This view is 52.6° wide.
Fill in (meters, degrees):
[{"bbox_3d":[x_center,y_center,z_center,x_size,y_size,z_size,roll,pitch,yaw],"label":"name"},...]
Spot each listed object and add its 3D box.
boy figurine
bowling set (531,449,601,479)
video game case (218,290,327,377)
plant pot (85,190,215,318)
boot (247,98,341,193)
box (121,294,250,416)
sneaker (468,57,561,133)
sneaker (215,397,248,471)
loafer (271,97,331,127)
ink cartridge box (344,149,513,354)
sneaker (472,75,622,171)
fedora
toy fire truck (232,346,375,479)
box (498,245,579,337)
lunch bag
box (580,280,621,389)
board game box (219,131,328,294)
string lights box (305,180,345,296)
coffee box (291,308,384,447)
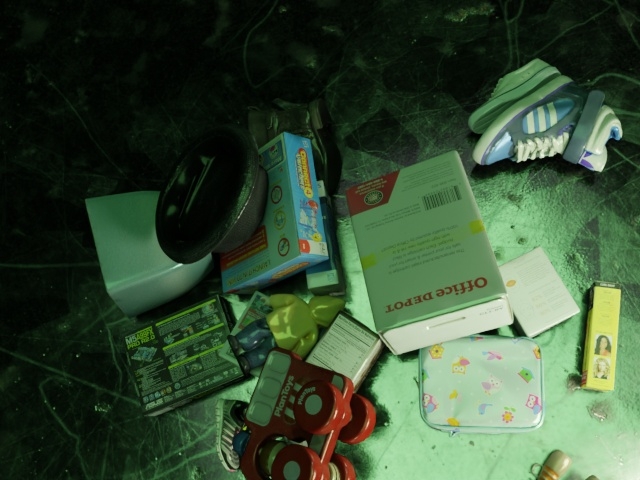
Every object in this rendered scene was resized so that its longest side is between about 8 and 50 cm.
[{"bbox_3d":[-0.076,0.198,1.517,0.285,0.092,0.177,-28,72,-15],"label":"boy figurine"},{"bbox_3d":[0.539,0.563,1.290,0.287,0.200,0.154,39,86,22],"label":"bowling set"},{"bbox_3d":[-0.112,0.244,1.558,0.201,0.023,0.183,27,69,7],"label":"video game case"},{"bbox_3d":[-0.403,0.016,1.606,0.252,0.247,0.247,-17,71,-10],"label":"plant pot"},{"bbox_3d":[-0.075,-0.238,1.690,0.229,0.091,0.263,-8,96,26],"label":"boot"},{"bbox_3d":[-0.334,0.285,1.604,0.270,0.060,0.216,-23,71,3],"label":"box"},{"bbox_3d":[0.473,-0.361,1.628,0.258,0.094,0.091,-32,50,-2],"label":"sneaker"},{"bbox_3d":[-0.202,0.453,1.528,0.075,0.063,0.170,-14,67,13],"label":"sneaker"},{"bbox_3d":[-0.052,-0.339,1.732,0.170,0.062,0.061,30,73,8],"label":"loafer"},{"bbox_3d":[0.236,0.029,1.452,0.279,0.160,0.384,-18,56,13],"label":"ink cartridge box"},{"bbox_3d":[0.555,-0.231,1.541,0.323,0.130,0.236,-37,67,-7],"label":"sneaker"},{"bbox_3d":[-0.223,-0.090,1.469,0.334,0.152,0.334,-16,62,33],"label":"fedora"},{"bbox_3d":[-0.053,0.387,1.308,0.254,0.169,0.302,12,75,37],"label":"toy fire truck"},{"bbox_3d":[0.481,0.121,1.476,0.130,0.091,0.170,-27,72,4],"label":"box"},{"bbox_3d":[0.348,0.322,1.437,0.279,0.108,0.224,-1,76,11],"label":"lunch bag"},{"bbox_3d":[0.618,0.212,1.428,0.058,0.087,0.232,6,77,15],"label":"box"},{"bbox_3d":[-0.132,-0.055,1.560,0.308,0.086,0.301,-26,66,43],"label":"board game box"},{"bbox_3d":[0.000,0.000,1.581,0.077,0.133,0.259,-11,72,7],"label":"string lights box"},{"bbox_3d":[0.020,0.318,1.469,0.119,0.168,0.297,32,82,17],"label":"coffee box"}]
